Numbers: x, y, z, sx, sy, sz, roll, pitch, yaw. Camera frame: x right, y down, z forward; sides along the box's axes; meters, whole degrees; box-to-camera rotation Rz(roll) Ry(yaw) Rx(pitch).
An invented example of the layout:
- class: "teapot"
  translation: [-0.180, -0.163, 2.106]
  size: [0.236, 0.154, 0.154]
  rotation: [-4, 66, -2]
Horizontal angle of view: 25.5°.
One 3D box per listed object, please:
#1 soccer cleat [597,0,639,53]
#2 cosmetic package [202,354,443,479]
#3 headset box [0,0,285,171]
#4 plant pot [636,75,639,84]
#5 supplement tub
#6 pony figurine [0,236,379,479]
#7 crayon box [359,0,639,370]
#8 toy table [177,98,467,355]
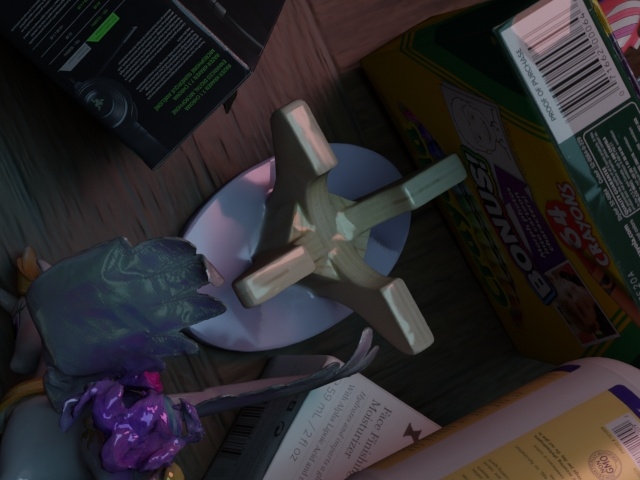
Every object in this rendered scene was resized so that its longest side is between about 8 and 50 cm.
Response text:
- class: "soccer cleat"
  translation: [0.265, -0.190, 1.512]
  size: [0.095, 0.083, 0.248]
  rotation: [36, 74, -11]
- class: "cosmetic package"
  translation: [0.017, 0.215, 1.312]
  size: [0.183, 0.151, 0.151]
  rotation: [33, 74, -17]
- class: "headset box"
  translation: [-0.168, -0.226, 1.226]
  size: [0.283, 0.246, 0.131]
  rotation: [42, 113, -14]
- class: "plant pot"
  translation: [0.447, -0.040, 1.490]
  size: [0.290, 0.290, 0.195]
  rotation: [-53, 140, -20]
- class: "supplement tub"
  translation: [0.147, 0.262, 1.148]
  size: [0.331, 0.241, 0.241]
  rotation: [-24, 94, -21]
- class: "pony figurine"
  translation: [-0.167, 0.151, 1.126]
  size: [0.303, 0.351, 0.364]
  rotation: [39, 50, -48]
- class: "crayon box"
  translation: [0.211, -0.046, 1.321]
  size: [0.106, 0.313, 0.363]
  rotation: [-32, 102, -16]
- class: "toy table"
  translation: [0.000, 0.000, 1.327]
  size: [0.274, 0.161, 0.252]
  rotation: [-44, 102, -23]
